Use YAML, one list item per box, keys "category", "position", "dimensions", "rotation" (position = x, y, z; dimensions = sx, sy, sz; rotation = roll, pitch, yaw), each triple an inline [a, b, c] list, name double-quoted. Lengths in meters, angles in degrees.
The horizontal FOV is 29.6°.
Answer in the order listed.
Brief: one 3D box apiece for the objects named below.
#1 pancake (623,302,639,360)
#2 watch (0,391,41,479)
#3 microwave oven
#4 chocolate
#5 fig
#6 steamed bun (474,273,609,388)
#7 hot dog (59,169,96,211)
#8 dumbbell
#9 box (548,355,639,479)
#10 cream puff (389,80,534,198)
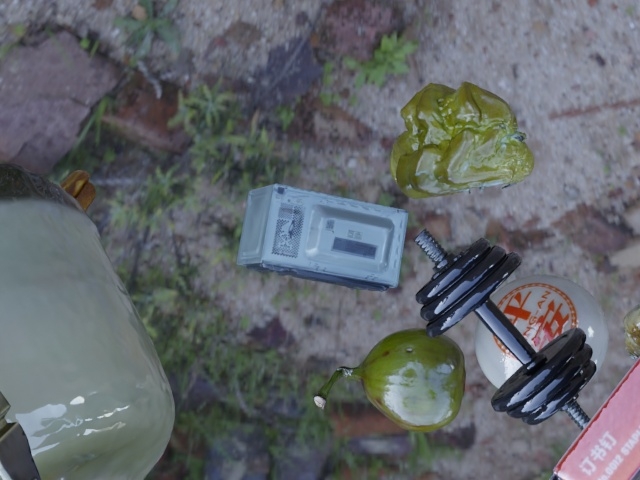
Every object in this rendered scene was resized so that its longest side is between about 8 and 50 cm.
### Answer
- category: "pancake"
  position: [0.476, 0.136, 1.225]
  dimensions: [0.356, 0.065, 0.356]
  rotation: [20, 164, 6]
- category: "watch"
  position: [-0.257, 0.208, 0.765]
  dimensions: [0.164, 0.102, 0.268]
  rotation: [2, 97, 3]
- category: "microwave oven"
  position: [0.000, 0.000, 1.754]
  dimensions: [0.208, 0.162, 0.122]
  rotation: [11, 86, -18]
- category: "chocolate"
  position: [-0.286, 0.137, 0.979]
  dimensions: [0.326, 0.297, 0.314]
  rotation: [-4, 142, -34]
- category: "fig"
  position: [0.114, 0.197, 1.702]
  dimensions: [0.186, 0.148, 0.142]
  rotation: [4, 154, 29]
- category: "steamed bun"
  position: [0.375, 0.156, 2.079]
  dimensions: [0.231, 0.232, 0.145]
  rotation: [-13, 145, 10]
- category: "hot dog"
  position: [-0.284, -0.039, 1.350]
  dimensions: [0.037, 0.122, 0.049]
  rotation: [-6, 119, 15]
- category: "dumbbell"
  position: [0.149, 0.073, 0.979]
  dimensions: [0.099, 0.099, 0.208]
  rotation: [-42, 87, 24]
- category: "box"
  position: [0.255, 0.093, 0.865]
  dimensions: [0.050, 0.123, 0.229]
  rotation: [40, 107, 20]
- category: "cream puff"
  position: [0.200, -0.154, 1.858]
  dimensions: [0.221, 0.195, 0.195]
  rotation: [-13, 122, 35]
